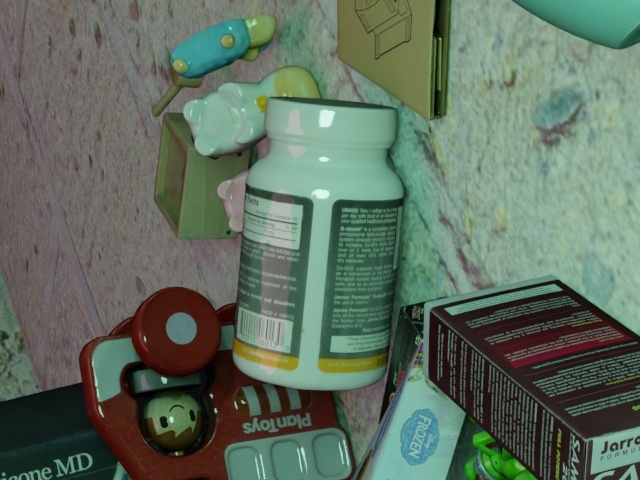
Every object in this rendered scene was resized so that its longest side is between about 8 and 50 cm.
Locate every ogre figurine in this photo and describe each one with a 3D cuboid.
[{"bbox_3d":[0.166,0.199,1.275,0.097,0.197,0.118,36,137,-1],"label":"ogre figurine"}]

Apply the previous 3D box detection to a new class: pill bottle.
[{"bbox_3d":[0.000,0.000,1.475,0.162,0.162,0.278,-158,71,-63],"label":"pill bottle"}]

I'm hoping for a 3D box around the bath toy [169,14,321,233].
[{"bbox_3d":[-0.049,-0.071,1.639,0.129,0.151,0.348,-2,-105,-78],"label":"bath toy"}]

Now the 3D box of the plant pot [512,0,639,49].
[{"bbox_3d":[0.176,-0.253,0.828,0.235,0.293,0.293,55,154,6],"label":"plant pot"}]

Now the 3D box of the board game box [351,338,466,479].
[{"bbox_3d":[0.035,0.304,1.362,0.318,0.066,0.318,-65,-2,-50],"label":"board game box"}]

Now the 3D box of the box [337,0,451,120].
[{"bbox_3d":[0.068,-0.225,1.417,0.201,0.021,0.164,-137,41,-55],"label":"box"}]

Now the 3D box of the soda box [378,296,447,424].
[{"bbox_3d":[0.103,0.139,1.469,0.060,0.053,0.169,-123,31,-43],"label":"soda box"}]

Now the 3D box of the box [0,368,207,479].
[{"bbox_3d":[-0.255,0.432,1.907,0.297,0.480,0.471,8,108,65],"label":"box"}]

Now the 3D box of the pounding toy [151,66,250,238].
[{"bbox_3d":[-0.154,-0.132,1.908,0.181,0.094,0.206,-130,44,-57],"label":"pounding toy"}]

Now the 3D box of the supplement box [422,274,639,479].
[{"bbox_3d":[0.192,0.114,1.148,0.239,0.130,0.073,-139,43,-57],"label":"supplement box"}]

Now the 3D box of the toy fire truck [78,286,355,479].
[{"bbox_3d":[-0.118,0.188,1.707,0.169,0.302,0.254,-36,63,61],"label":"toy fire truck"}]
